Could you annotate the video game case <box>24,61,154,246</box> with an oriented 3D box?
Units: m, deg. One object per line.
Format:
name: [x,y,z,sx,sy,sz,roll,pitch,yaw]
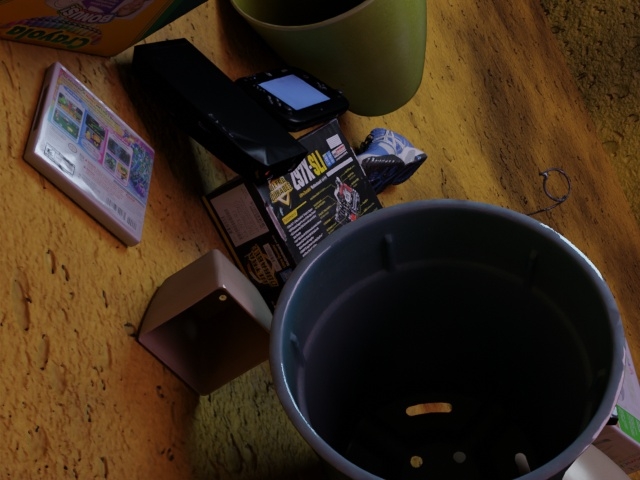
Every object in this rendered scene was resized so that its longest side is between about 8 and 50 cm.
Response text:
video game case: [-0.236,-0.090,1.297,0.157,0.019,0.143,44,32,-35]

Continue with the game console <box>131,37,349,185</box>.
game console: [-0.079,-0.178,1.548,0.213,0.044,0.361,43,26,9]

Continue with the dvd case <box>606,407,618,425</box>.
dvd case: [0.388,0.199,2.073,0.029,0.179,0.238,94,-4,-49]

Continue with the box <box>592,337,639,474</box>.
box: [0.474,0.267,2.216,0.231,0.127,0.261,35,37,-43]

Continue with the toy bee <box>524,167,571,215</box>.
toy bee: [0.305,0.025,2.108,0.298,0.162,0.195,-33,100,-38]

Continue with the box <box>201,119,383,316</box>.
box: [0.000,0.000,1.602,0.257,0.079,0.322,60,26,-6]

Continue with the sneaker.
sneaker: [0.086,-0.123,1.897,0.081,0.080,0.211,46,22,12]

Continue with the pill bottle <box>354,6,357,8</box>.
pill bottle: [0.097,-0.398,2.054,0.153,0.153,0.264,47,30,-33]

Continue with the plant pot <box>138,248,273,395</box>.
plant pot: [-0.113,0.075,1.293,0.109,0.109,0.096,47,21,-33]

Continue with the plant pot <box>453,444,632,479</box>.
plant pot: [0.243,0.326,1.576,0.284,0.284,0.191,9,46,-60]

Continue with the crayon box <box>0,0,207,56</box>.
crayon box: [-0.246,-0.271,1.270,0.278,0.165,0.081,-4,71,-63]

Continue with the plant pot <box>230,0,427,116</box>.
plant pot: [0.046,-0.318,1.801,0.293,0.275,0.274,56,22,-52]

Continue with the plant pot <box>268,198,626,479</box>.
plant pot: [0.131,0.188,1.327,0.334,0.341,0.341,83,1,-55]
